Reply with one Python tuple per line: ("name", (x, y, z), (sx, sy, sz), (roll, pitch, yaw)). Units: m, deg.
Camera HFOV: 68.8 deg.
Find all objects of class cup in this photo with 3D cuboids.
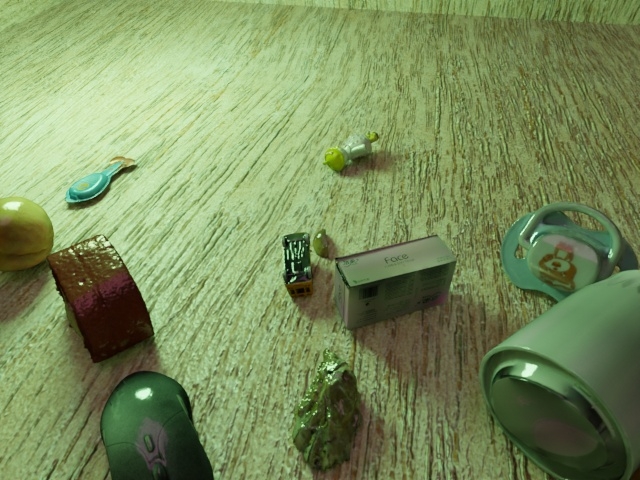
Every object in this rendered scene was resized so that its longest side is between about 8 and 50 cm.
("cup", (0.483, 0.219, 0.805), (0.372, 0.253, 0.253), (-25, 48, -26))

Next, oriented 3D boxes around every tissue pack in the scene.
("tissue pack", (0.157, 0.092, 1.023), (0.246, 0.148, 0.092), (-13, 44, -14))

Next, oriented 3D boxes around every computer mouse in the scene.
("computer mouse", (-0.276, 0.367, 0.795), (0.167, 0.090, 0.379), (-26, 50, -21))

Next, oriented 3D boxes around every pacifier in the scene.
("pacifier", (0.571, 0.035, 1.073), (0.279, 0.227, 0.207), (30, 12, 29))

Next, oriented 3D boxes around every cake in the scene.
("cake", (-0.478, 0.114, 1.000), (0.151, 0.177, 0.283), (-28, 51, -24))

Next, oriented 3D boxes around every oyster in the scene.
("oyster", (0.019, 0.305, 0.858), (0.133, 0.072, 0.209), (17, 49, 23))

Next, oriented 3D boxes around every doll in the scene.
("doll", (0.091, -0.280, 1.464), (0.207, 0.081, 0.129), (-31, 20, -23))

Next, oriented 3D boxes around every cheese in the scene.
("cheese", (-0.672, -0.188, 1.429), (0.106, 0.037, 0.256), (17, 45, 18))

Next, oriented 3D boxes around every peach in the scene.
("peach", (-0.751, -0.011, 1.146), (0.184, 0.184, 0.184), (-1, 44, 1))

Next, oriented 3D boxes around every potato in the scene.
("potato", (-0.001, 0.000, 1.203), (0.037, 0.036, 0.093), (-2, 44, -5))

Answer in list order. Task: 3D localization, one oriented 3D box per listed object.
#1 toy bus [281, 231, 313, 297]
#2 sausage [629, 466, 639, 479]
("toy bus", (-0.053, 0.055, 1.121), (0.070, 0.074, 0.162), (-9, 46, 4))
("sausage", (0.603, 0.408, 0.705), (0.271, 0.109, 0.109), (15, 46, 16))
